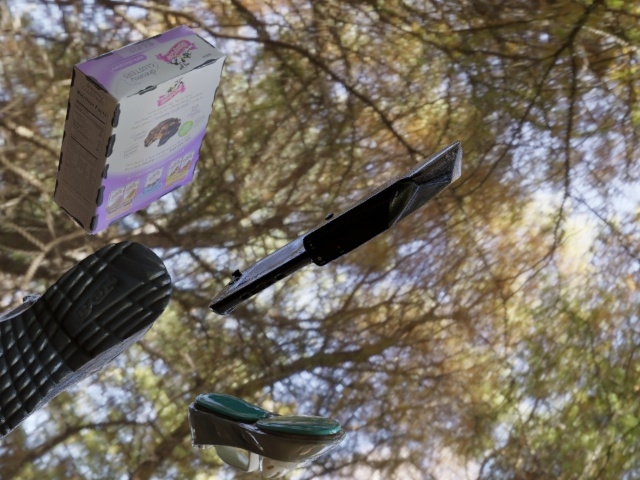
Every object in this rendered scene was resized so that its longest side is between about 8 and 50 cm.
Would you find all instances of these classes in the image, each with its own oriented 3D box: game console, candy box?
[{"bbox_3d":[0.000,0.000,1.018,0.361,0.213,0.044,-31,-88,33],"label":"game console"},{"bbox_3d":[-0.203,-0.124,0.991,0.070,0.165,0.196,39,-46,16],"label":"candy box"}]

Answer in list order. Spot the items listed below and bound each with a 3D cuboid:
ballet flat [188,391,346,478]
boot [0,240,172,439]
[{"bbox_3d":[-0.054,0.198,0.873,0.213,0.072,0.068,2,-86,46],"label":"ballet flat"},{"bbox_3d":[-0.295,0.133,0.858,0.118,0.338,0.223,62,-22,7],"label":"boot"}]
